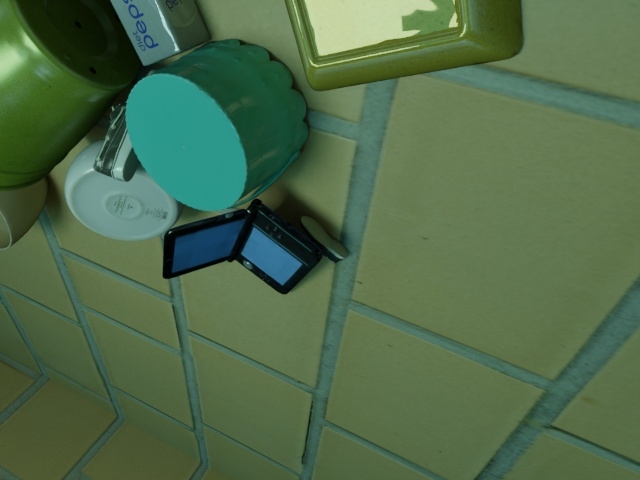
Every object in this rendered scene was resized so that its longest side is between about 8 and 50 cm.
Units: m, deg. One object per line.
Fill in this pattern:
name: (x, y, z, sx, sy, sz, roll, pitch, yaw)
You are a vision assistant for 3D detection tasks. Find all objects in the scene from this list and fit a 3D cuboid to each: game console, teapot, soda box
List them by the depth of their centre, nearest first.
soda box: (-0.297, -0.445, 0.718, 0.098, 0.091, 0.286, -3, 123, 31)
game console: (-0.174, 0.054, 0.937, 0.250, 0.173, 0.293, 38, 152, -2)
teapot: (-0.413, -0.138, 0.975, 0.256, 0.187, 0.252, -18, 138, 10)

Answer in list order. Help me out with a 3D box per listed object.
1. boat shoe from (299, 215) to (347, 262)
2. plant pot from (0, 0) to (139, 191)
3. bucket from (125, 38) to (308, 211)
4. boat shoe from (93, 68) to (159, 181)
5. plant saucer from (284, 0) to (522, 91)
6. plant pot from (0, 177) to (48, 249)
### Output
boat shoe: (0.000, 0.000, 0.932, 0.125, 0.046, 0.038, 39, 130, -14)
plant pot: (-0.542, -0.317, 0.816, 0.353, 0.366, 0.366, -17, 115, 25)
bucket: (-0.183, -0.195, 0.785, 0.282, 0.183, 0.281, 17, 131, 20)
boat shoe: (-0.351, -0.220, 0.818, 0.070, 0.219, 0.078, 20, 172, -3)
plant saucer: (0.070, -0.367, 0.578, 0.333, 0.081, 0.332, 1, 125, 30)
plant pot: (-0.875, -0.143, 1.221, 0.284, 0.191, 0.283, 16, 131, 19)
